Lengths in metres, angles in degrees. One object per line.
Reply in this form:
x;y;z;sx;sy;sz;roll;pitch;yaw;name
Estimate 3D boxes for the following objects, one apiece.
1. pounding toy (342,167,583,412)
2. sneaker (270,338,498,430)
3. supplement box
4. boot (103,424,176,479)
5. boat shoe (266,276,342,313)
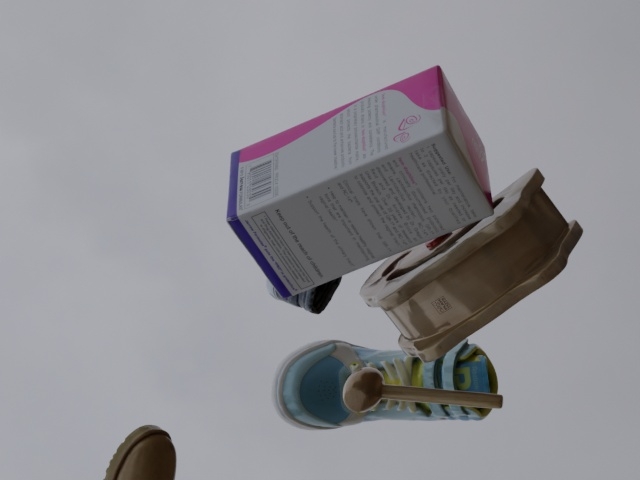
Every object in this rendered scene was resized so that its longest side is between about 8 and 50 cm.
0.140;0.068;1.639;0.155;0.269;0.154;52;-167;-9;pounding toy
0.105;0.188;2.298;0.319;0.208;0.127;-2;-95;-40;sneaker
0.036;-0.054;1.582;0.114;0.220;0.111;55;-159;-33;supplement box
-0.154;0.377;2.026;0.089;0.269;0.236;1;-69;-47;boot
0.000;0.000;2.167;0.065;0.083;0.183;10;-79;-52;boat shoe
